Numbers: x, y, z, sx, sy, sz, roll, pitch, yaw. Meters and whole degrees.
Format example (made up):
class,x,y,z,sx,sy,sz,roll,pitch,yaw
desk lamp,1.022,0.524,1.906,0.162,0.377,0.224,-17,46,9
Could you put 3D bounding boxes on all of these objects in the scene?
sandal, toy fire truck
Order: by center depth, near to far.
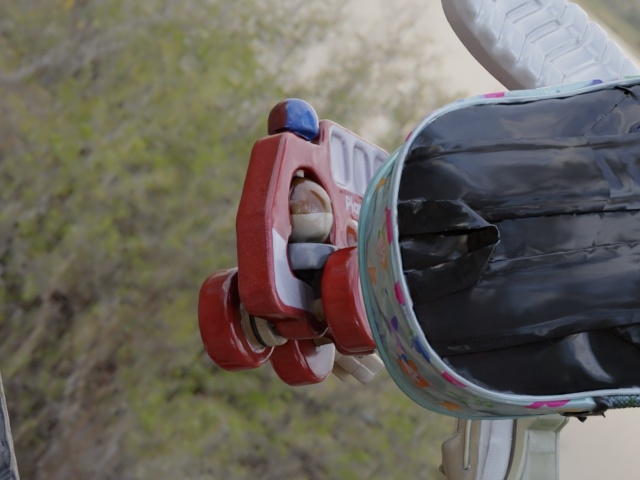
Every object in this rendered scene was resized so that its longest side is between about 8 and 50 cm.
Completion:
class,x,y,z,sx,sy,sz,roll,pitch,yaw
toy fire truck,0.000,0.000,1.714,0.302,0.169,0.254,22,60,-60
sandal,0.254,-0.118,1.737,0.416,0.102,0.169,52,49,-11

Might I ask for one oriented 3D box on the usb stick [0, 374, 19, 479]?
class,x,y,z,sx,sy,sz,roll,pitch,yaw
usb stick,-0.293,0.117,1.431,0.045,0.278,0.077,3,19,33

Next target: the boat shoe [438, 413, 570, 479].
class,x,y,z,sx,sy,sz,roll,pitch,yaw
boat shoe,0.182,0.233,1.805,0.103,0.302,0.113,8,-11,37

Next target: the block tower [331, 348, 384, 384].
class,x,y,z,sx,sy,sz,roll,pitch,yaw
block tower,0.115,0.018,1.993,0.097,0.335,0.091,41,5,-40

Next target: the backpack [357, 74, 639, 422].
class,x,y,z,sx,sy,sz,roll,pitch,yaw
backpack,0.150,0.011,1.163,0.191,0.253,0.225,145,-62,-68
